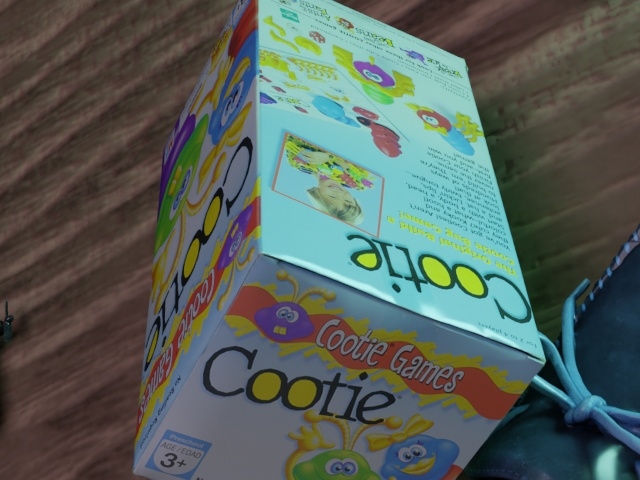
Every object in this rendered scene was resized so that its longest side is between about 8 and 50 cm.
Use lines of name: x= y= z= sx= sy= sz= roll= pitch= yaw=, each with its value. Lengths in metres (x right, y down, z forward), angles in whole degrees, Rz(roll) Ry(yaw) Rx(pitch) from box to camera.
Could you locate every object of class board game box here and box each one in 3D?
board game box: x=0.000 y=0.000 z=0.717 sx=0.142 sy=0.144 sz=0.275 roll=-58 pitch=19 yaw=30

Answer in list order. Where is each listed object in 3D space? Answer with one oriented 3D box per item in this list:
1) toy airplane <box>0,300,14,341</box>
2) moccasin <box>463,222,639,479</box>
toy airplane: x=-0.286 y=0.103 z=1.056 sx=0.151 sy=0.028 sz=0.151 roll=-19 pitch=57 yaw=32
moccasin: x=0.132 y=0.130 z=0.652 sx=0.138 sy=0.117 sz=0.342 roll=14 pitch=78 yaw=42
